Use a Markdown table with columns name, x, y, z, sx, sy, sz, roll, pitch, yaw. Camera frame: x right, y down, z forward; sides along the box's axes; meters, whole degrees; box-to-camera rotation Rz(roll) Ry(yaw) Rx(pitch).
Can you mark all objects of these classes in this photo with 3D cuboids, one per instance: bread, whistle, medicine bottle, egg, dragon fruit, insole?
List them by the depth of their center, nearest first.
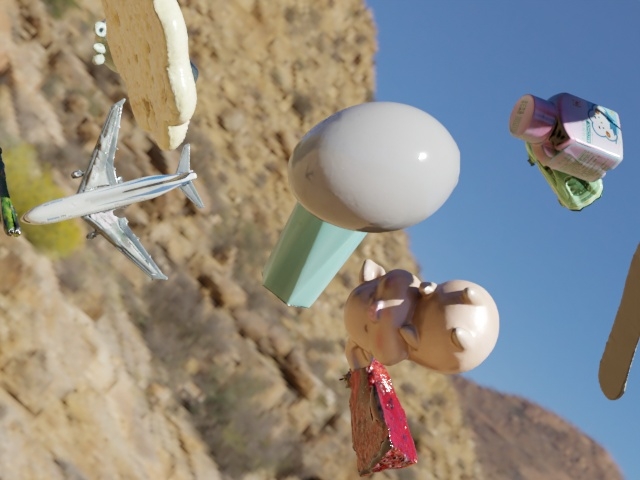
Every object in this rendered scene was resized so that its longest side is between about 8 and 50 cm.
| name | x | y | z | sx | sy | sz | roll | pitch | yaw |
| --- | --- | --- | --- | --- | --- | --- | --- | --- | --- |
| egg | 0.068 | -0.095 | 1.698 | 0.176 | 0.231 | 0.176 | 168 | -90 | -68 |
| bread | -0.237 | -0.275 | 1.733 | 0.316 | 0.054 | 0.316 | 52 | -27 | 42 |
| dragon fruit | 0.074 | 0.273 | 2.023 | 0.122 | 0.092 | 0.192 | 28 | 44 | -65 |
| whistle | -0.278 | -0.299 | 2.025 | 0.253 | 0.101 | 0.106 | 20 | 36 | -56 |
| insole | 0.507 | 0.105 | 2.025 | 0.009 | 0.348 | 0.119 | 4 | 28 | -17 |
| medicine bottle | 0.430 | -0.189 | 2.233 | 0.188 | 0.119 | 0.094 | 18 | -36 | -21 |

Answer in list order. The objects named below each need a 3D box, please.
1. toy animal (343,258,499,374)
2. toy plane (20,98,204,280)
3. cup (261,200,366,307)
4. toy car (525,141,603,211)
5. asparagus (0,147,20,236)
| name | x | y | z | sx | sy | sz | roll | pitch | yaw |
| --- | --- | --- | --- | --- | --- | --- | --- | --- | --- |
| toy animal | 0.148 | 0.118 | 1.903 | 0.250 | 0.166 | 0.154 | 8 | -25 | 33 |
| toy plane | -0.250 | -0.052 | 1.534 | 0.058 | 0.226 | 0.226 | 5 | 71 | -78 |
| cup | 0.000 | 0.000 | 2.222 | 0.134 | 0.236 | 0.148 | 11 | 28 | -40 |
| toy car | 0.439 | -0.139 | 2.327 | 0.186 | 0.093 | 0.058 | 60 | 10 | 23 |
| asparagus | -0.467 | -0.089 | 1.863 | 0.022 | 0.023 | 0.233 | 46 | 14 | -47 |
